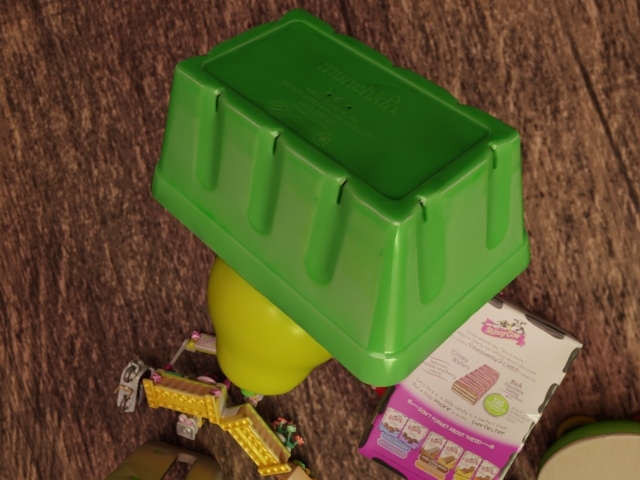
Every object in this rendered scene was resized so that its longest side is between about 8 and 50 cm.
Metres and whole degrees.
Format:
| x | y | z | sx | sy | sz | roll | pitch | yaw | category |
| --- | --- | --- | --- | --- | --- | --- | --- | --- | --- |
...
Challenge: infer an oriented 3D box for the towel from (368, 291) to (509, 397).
| x | y | z | sx | sy | sz | roll | pitch | yaw | category |
| --- | --- | --- | --- | --- | --- | --- | --- | --- | --- |
| 0.114 | 0.098 | 0.842 | 0.275 | 0.031 | 0.199 | 42 | 97 | 4 | towel |

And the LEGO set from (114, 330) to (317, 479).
| x | y | z | sx | sy | sz | roll | pitch | yaw | category |
| --- | --- | --- | --- | --- | --- | --- | --- | --- | --- |
| -0.107 | 0.205 | 0.860 | 0.287 | 0.107 | 0.132 | 27 | 130 | 2 | LEGO set |

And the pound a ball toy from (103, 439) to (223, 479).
| x | y | z | sx | sy | sz | roll | pitch | yaw | category |
| --- | --- | --- | --- | --- | --- | --- | --- | --- | --- |
| -0.185 | 0.359 | 0.773 | 0.135 | 0.319 | 0.208 | 19 | 81 | -1 | pound a ball toy |

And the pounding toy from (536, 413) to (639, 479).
| x | y | z | sx | sy | sz | roll | pitch | yaw | category |
| --- | --- | --- | --- | --- | --- | --- | --- | --- | --- |
| 0.326 | 0.264 | 0.796 | 0.183 | 0.110 | 0.237 | 28 | 125 | -5 | pounding toy |

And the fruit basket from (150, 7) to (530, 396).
| x | y | z | sx | sy | sz | roll | pitch | yaw | category |
| --- | --- | --- | --- | --- | --- | --- | --- | --- | --- |
| 0.000 | 0.000 | 0.739 | 0.283 | 0.392 | 0.392 | -35 | 86 | -29 | fruit basket |

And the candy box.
| x | y | z | sx | sy | sz | roll | pitch | yaw | category |
| --- | --- | --- | --- | --- | --- | --- | --- | --- | --- |
| 0.166 | 0.173 | 0.790 | 0.159 | 0.071 | 0.233 | 29 | 99 | 6 | candy box |
